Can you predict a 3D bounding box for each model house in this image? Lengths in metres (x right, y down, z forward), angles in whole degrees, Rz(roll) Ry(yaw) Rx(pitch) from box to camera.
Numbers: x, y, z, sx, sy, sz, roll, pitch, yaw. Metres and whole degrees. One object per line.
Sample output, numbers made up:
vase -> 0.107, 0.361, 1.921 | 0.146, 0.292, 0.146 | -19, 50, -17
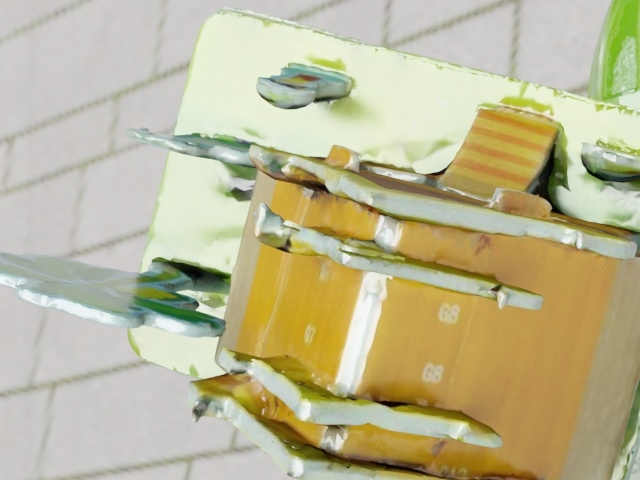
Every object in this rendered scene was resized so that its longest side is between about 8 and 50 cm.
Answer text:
model house -> 0.000, 0.000, 0.998 | 0.357, 0.313, 0.243 | 18, 94, 18

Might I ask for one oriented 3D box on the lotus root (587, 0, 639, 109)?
lotus root -> 0.271, -0.149, 1.354 | 0.186, 0.186, 0.186 | -26, 55, 43

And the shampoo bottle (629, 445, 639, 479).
shampoo bottle -> 0.234, 0.147, 1.388 | 0.118, 0.234, 0.087 | -20, 47, 37
